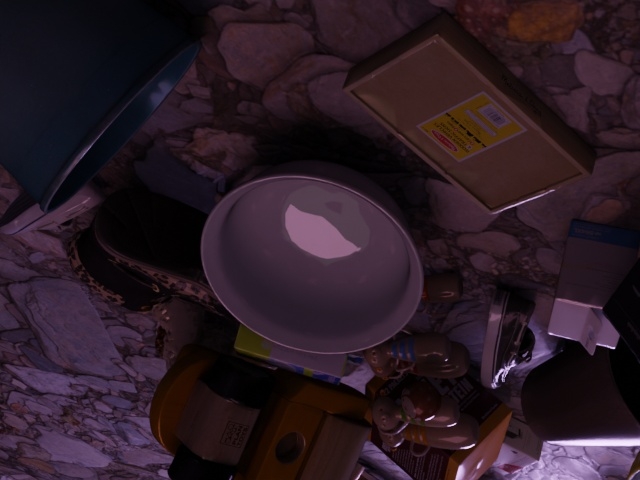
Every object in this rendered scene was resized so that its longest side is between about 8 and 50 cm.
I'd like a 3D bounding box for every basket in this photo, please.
[{"bbox_3d":[0.407,0.218,1.612,0.204,0.154,0.227,56,147,-3],"label":"basket"}]

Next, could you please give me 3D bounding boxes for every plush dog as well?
[{"bbox_3d":[-0.187,0.212,1.931,0.263,0.210,0.225,22,174,2],"label":"plush dog"}]

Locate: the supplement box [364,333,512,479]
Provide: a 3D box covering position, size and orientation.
[{"bbox_3d":[0.182,0.293,1.800,0.194,0.129,0.191,39,154,23],"label":"supplement box"}]

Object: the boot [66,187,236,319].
[{"bbox_3d":[-0.196,0.051,1.693,0.377,0.138,0.284,22,162,-23],"label":"boot"}]

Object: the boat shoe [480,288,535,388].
[{"bbox_3d":[0.280,0.157,1.658,0.070,0.077,0.219,13,145,14],"label":"boat shoe"}]

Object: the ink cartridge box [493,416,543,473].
[{"bbox_3d":[0.303,0.342,1.938,0.135,0.056,0.099,27,147,-10],"label":"ink cartridge box"}]

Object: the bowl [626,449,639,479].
[{"bbox_3d":[0.608,0.322,1.643,0.290,0.156,0.289,15,148,9],"label":"bowl"}]

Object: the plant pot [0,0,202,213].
[{"bbox_3d":[-0.322,-0.215,1.301,0.255,0.271,0.272,42,145,-4],"label":"plant pot"}]

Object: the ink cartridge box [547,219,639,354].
[{"bbox_3d":[0.345,0.063,1.419,0.090,0.143,0.092,13,147,13],"label":"ink cartridge box"}]

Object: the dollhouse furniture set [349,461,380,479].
[{"bbox_3d":[0.174,0.602,2.140,0.256,0.362,0.394,38,174,-28],"label":"dollhouse furniture set"}]

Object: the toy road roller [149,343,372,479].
[{"bbox_3d":[-0.110,0.274,1.734,0.330,0.202,0.241,22,-177,-36],"label":"toy road roller"}]

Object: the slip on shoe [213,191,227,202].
[{"bbox_3d":[-0.085,-0.044,1.601,0.135,0.041,0.051,25,-174,2],"label":"slip on shoe"}]

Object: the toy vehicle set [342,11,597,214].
[{"bbox_3d":[0.175,-0.139,1.316,0.267,0.035,0.166,38,144,-24],"label":"toy vehicle set"}]

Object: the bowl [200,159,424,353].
[{"bbox_3d":[0.000,0.000,1.497,0.298,0.134,0.297,8,129,10],"label":"bowl"}]

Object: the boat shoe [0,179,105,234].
[{"bbox_3d":[-0.423,-0.044,1.749,0.076,0.083,0.226,40,142,-26],"label":"boat shoe"}]

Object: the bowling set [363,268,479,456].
[{"bbox_3d":[0.116,0.187,1.584,0.154,0.286,0.200,-5,-176,24],"label":"bowling set"}]

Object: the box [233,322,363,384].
[{"bbox_3d":[-0.032,0.165,1.602,0.178,0.042,0.109,16,168,2],"label":"box"}]

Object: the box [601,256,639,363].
[{"bbox_3d":[0.435,0.052,1.257,0.108,0.153,0.207,28,107,-13],"label":"box"}]
